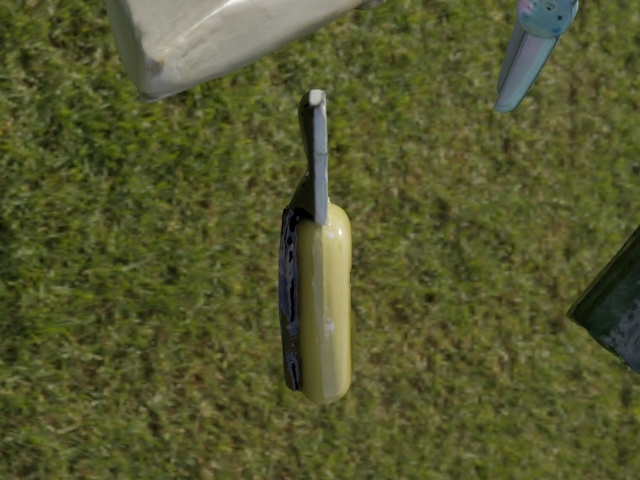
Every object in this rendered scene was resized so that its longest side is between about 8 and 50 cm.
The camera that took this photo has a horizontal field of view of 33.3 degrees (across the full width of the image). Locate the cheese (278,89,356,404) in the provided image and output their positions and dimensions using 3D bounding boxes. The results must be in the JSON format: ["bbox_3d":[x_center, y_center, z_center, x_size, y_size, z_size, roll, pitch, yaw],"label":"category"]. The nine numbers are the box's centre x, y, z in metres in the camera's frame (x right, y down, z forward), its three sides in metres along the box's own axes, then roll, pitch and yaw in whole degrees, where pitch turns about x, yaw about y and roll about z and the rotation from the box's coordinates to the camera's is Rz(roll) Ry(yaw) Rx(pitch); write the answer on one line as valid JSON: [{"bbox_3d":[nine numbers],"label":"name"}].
[{"bbox_3d":[-0.001,0.000,0.559,0.086,0.036,0.162,-80,168,-60],"label":"cheese"}]

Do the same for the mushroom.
[{"bbox_3d":[-0.079,-0.269,1.173,0.407,0.154,0.137,-30,135,-40],"label":"mushroom"}]

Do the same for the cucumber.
[{"bbox_3d":[0.226,0.034,0.753,0.062,0.116,0.115,43,85,-3],"label":"cucumber"}]

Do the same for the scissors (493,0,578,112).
[{"bbox_3d":[0.217,-0.223,1.015,0.256,0.125,0.030,108,10,-45],"label":"scissors"}]
